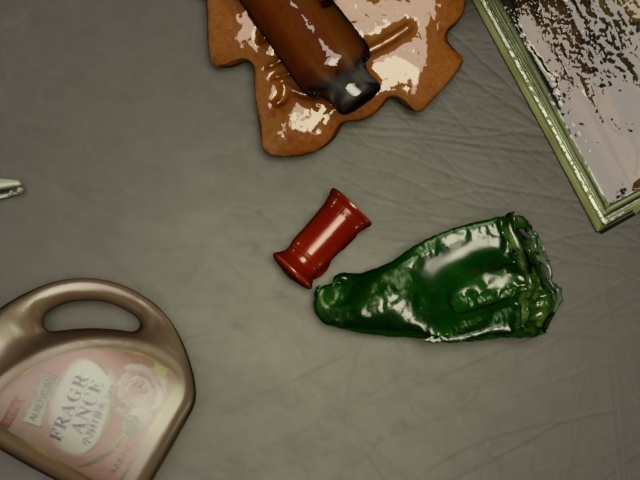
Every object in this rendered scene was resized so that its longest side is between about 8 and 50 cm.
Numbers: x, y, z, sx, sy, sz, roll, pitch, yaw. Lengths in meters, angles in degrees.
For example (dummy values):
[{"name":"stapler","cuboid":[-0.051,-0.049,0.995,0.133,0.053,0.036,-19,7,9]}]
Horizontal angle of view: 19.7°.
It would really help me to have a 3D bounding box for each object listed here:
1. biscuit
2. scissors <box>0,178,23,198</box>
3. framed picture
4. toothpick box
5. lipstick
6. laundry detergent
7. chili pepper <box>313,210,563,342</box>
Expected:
[{"name":"biscuit","cuboid":[-0.010,-0.230,1.590,0.306,0.043,0.284,40,88,3]},{"name":"scissors","cuboid":[-0.343,-0.039,1.576,0.176,0.022,0.085,-4,83,0]},{"name":"framed picture","cuboid":[0.270,-0.161,1.618,0.197,0.014,0.252,-28,88,-5]},{"name":"toothpick box","cuboid":[0.000,0.000,1.577,0.047,0.047,0.083,43,86,1]},{"name":"lipstick","cuboid":[-0.089,-0.281,1.540,0.077,0.077,0.418,-36,84,-5]},{"name":"laundry detergent","cuboid":[-0.221,0.104,1.547,0.237,0.076,0.171,31,84,2]},{"name":"chili pepper","cuboid":[0.101,0.039,1.574,0.216,0.062,0.108,-6,80,-3]}]
